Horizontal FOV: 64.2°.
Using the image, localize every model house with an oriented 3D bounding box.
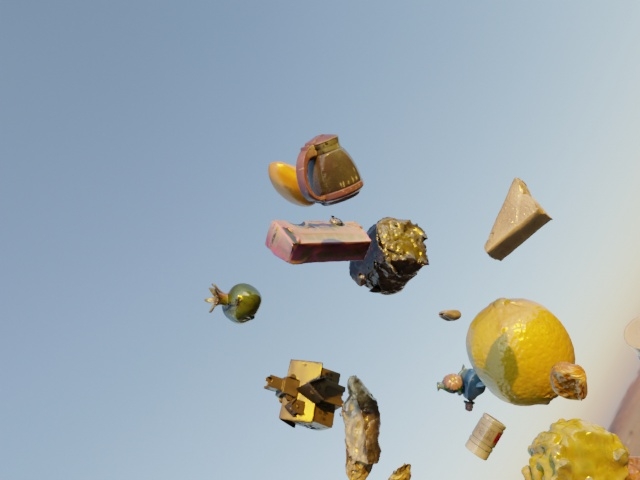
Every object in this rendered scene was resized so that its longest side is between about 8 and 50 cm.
[{"bbox_3d":[-0.064,0.507,1.723,0.243,0.204,0.211,24,-126,-19],"label":"model house"}]

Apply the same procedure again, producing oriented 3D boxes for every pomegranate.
[{"bbox_3d":[-0.307,0.218,1.814,0.191,0.131,0.152,24,-62,-27],"label":"pomegranate"}]

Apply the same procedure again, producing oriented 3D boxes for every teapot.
[{"bbox_3d":[0.007,-0.149,1.083,0.148,0.116,0.146,-24,-77,-15],"label":"teapot"}]

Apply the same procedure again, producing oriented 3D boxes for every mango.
[{"bbox_3d":[-0.096,-0.206,1.833,0.219,0.145,0.112,36,-128,-16],"label":"mango"}]

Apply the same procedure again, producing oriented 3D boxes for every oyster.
[{"bbox_3d":[0.135,0.613,1.626,0.166,0.110,0.341,43,-136,-49],"label":"oyster"},{"bbox_3d":[0.219,0.729,1.510,0.166,0.053,0.108,-53,-25,2],"label":"oyster"}]

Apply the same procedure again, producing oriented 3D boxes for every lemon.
[{"bbox_3d":[0.614,0.343,1.581,0.336,0.336,0.336,-30,-45,-36],"label":"lemon"}]

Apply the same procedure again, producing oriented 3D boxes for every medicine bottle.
[{"bbox_3d":[0.383,0.455,1.186,0.091,0.058,0.058,-58,-35,-2],"label":"medicine bottle"},{"bbox_3d":[1.013,0.327,1.504,0.237,0.139,0.139,39,-100,-19],"label":"medicine bottle"}]

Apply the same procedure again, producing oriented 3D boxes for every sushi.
[{"bbox_3d":[0.297,0.075,2.266,0.299,0.281,0.294,1,-33,-32],"label":"sushi"}]

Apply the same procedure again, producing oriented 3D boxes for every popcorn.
[{"bbox_3d":[0.576,0.523,1.125,0.249,0.249,0.225,-53,-19,-12],"label":"popcorn"}]

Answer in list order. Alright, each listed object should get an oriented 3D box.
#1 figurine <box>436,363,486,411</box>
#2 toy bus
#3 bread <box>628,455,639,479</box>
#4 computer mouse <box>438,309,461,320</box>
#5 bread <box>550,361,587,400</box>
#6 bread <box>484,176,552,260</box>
[{"bbox_3d":[0.518,0.540,1.865,0.114,0.178,0.145,-55,-44,-74],"label":"figurine"},{"bbox_3d":[0.000,0.001,1.334,0.274,0.112,0.090,-2,-57,-36],"label":"toy bus"},{"bbox_3d":[0.844,0.780,1.442,0.207,0.279,0.279,36,-130,-30],"label":"bread"},{"bbox_3d":[0.510,0.297,2.004,0.096,0.066,0.039,6,-114,-32],"label":"computer mouse"},{"bbox_3d":[0.601,0.340,1.234,0.044,0.083,0.111,-50,-49,-38],"label":"bread"},{"bbox_3d":[0.407,-0.043,1.105,0.077,0.105,0.152,26,-60,-39],"label":"bread"}]
